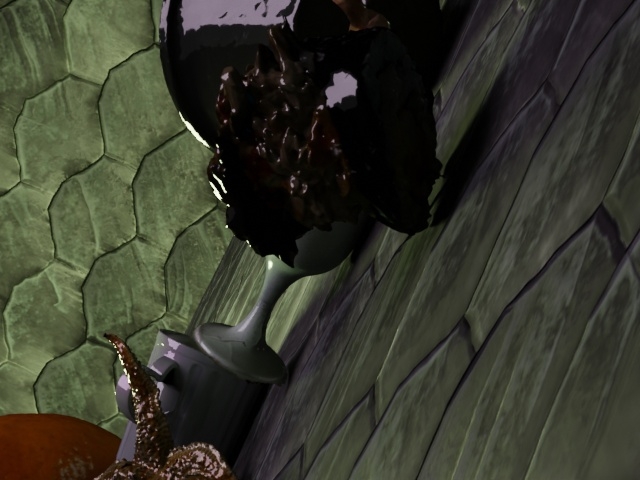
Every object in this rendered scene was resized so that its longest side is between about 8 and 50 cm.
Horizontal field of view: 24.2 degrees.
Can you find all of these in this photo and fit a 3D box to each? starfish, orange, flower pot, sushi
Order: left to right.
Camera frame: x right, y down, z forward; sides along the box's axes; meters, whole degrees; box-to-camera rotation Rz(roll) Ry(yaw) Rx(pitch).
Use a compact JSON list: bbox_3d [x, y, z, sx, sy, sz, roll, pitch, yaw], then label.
[{"bbox_3d":[-0.436,0.459,2.232,0.424,0.424,0.326,-61,29,32],"label":"orange"},{"bbox_3d":[-0.241,0.322,1.951,0.084,0.301,0.293,-23,-32,-46],"label":"starfish"},{"bbox_3d":[-0.002,-0.100,1.498,0.219,0.238,0.225,-18,0,18],"label":"sushi"},{"bbox_3d":[0.011,-0.255,1.945,0.251,0.379,0.379,10,74,60],"label":"flower pot"}]

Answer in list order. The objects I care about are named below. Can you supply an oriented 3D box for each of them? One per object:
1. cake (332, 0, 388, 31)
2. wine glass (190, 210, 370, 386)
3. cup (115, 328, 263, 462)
[{"bbox_3d":[-0.018,-0.410,2.527,0.293,0.307,0.314,-103,38,-76],"label":"cake"},{"bbox_3d":[-0.036,0.023,1.886,0.321,0.143,0.143,-61,8,14],"label":"wine glass"},{"bbox_3d":[-0.206,0.235,2.091,0.167,0.221,0.202,22,90,66],"label":"cup"}]
